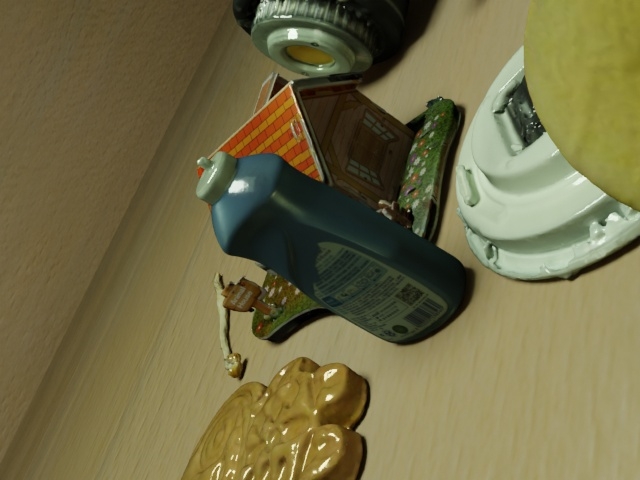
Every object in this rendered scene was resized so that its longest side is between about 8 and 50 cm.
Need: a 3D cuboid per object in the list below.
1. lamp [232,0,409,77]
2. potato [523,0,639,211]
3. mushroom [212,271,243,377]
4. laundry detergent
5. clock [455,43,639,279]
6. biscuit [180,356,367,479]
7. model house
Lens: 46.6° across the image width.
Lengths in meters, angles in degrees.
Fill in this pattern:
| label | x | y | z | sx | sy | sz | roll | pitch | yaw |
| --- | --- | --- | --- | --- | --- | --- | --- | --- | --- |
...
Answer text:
| label | x | y | z | sx | sy | sz | roll | pitch | yaw |
| --- | --- | --- | --- | --- | --- | --- | --- | --- | --- |
| lamp | 0.023 | -0.333 | 0.897 | 0.205 | 0.374 | 0.272 | -2 | 92 | 59 |
| potato | 0.205 | -0.113 | 0.298 | 0.158 | 0.178 | 0.203 | -45 | 0 | -29 |
| mushroom | -0.122 | 0.099 | 0.930 | 0.028 | 0.026 | 0.286 | -42 | 21 | 3 |
| laundry detergent | -0.001 | 0.001 | 0.518 | 0.097 | 0.206 | 0.061 | -29 | 37 | 52 |
| clock | 0.161 | -0.087 | 0.484 | 0.236 | 0.053 | 0.236 | -49 | 22 | 28 |
| biscuit | -0.062 | 0.200 | 0.631 | 0.289 | 0.044 | 0.202 | -41 | 27 | 44 |
| model house | -0.027 | -0.043 | 0.714 | 0.294 | 0.154 | 0.207 | -30 | 34 | 51 |
